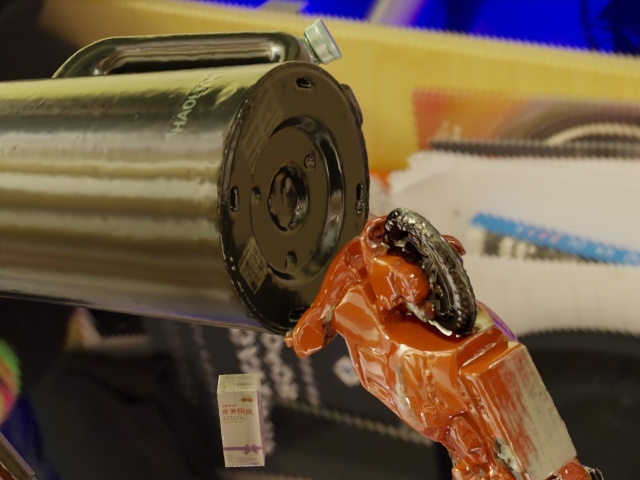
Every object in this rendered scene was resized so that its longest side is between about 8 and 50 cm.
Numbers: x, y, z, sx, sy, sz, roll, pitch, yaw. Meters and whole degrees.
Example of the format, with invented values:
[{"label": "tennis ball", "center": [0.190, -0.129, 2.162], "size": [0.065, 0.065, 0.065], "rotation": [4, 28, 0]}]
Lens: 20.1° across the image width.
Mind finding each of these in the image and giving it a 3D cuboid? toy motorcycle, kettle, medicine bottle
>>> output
[{"label": "toy motorcycle", "center": [0.094, 0.118, 1.268], "size": [0.325, 0.148, 0.221], "rotation": [64, 160, -14]}, {"label": "kettle", "center": [-0.135, -0.067, 1.408], "size": [0.308, 0.203, 0.262], "rotation": [4, 77, 32]}, {"label": "medicine bottle", "center": [-0.070, -0.161, 1.864], "size": [0.191, 0.051, 0.051], "rotation": [-31, 97, 7]}]

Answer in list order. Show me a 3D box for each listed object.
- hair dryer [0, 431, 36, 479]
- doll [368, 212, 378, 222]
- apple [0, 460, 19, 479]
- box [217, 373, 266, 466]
[{"label": "hair dryer", "center": [-0.425, 0.238, 1.743], "size": [0.197, 0.251, 0.089], "rotation": [50, 153, -3]}, {"label": "doll", "center": [0.000, 0.000, 1.971], "size": [0.262, 0.211, 0.093], "rotation": [13, 91, 10]}, {"label": "apple", "center": [-0.217, 0.157, 0.686], "size": [0.234, 0.257, 0.256], "rotation": [5, 123, -8]}, {"label": "box", "center": [-0.092, 0.211, 2.117], "size": [0.051, 0.036, 0.117], "rotation": [-1, 123, 2]}]
